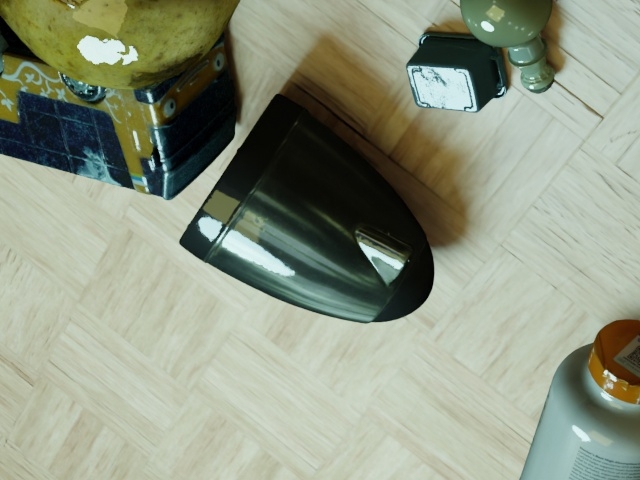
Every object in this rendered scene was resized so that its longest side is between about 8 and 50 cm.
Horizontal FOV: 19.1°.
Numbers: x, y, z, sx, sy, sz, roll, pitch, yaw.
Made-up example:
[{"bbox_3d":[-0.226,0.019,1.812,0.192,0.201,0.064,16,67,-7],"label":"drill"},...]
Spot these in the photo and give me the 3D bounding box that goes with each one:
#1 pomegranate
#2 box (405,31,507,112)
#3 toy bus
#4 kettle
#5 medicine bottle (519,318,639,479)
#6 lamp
[{"bbox_3d":[-0.212,-0.297,1.987,0.281,0.281,0.281,21,135,22],"label":"pomegranate"},{"bbox_3d":[0.139,-0.172,1.981,0.099,0.054,0.074,8,127,33],"label":"box"},{"bbox_3d":[-0.266,-0.180,2.207,0.323,0.162,0.194,15,134,29],"label":"toy bus"},{"bbox_3d":[-0.002,0.004,2.139,0.271,0.207,0.251,33,132,-2],"label":"kettle"},{"bbox_3d":[0.319,0.217,2.105,0.157,0.157,0.289,27,137,16],"label":"medicine bottle"},{"bbox_3d":[0.197,-0.207,1.894,0.091,0.091,0.163,8,144,32],"label":"lamp"}]
